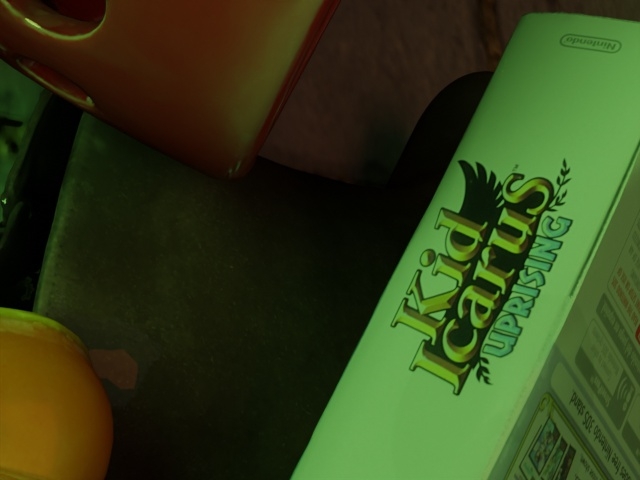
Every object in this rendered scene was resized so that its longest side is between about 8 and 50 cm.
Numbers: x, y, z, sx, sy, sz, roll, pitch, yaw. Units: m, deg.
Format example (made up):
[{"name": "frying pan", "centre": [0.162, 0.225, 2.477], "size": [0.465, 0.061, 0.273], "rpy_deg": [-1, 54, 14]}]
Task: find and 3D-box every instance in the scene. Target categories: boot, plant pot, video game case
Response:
[{"name": "boot", "centre": [0.000, 0.000, 0.561], "size": [0.207, 0.090, 0.248], "rpy_deg": [44, 50, -38]}, {"name": "plant pot", "centre": [-0.050, -0.134, 0.442], "size": [0.174, 0.191, 0.191], "rpy_deg": [28, 47, 0]}, {"name": "video game case", "centre": [0.079, 0.109, 0.551], "size": [0.244, 0.061, 0.269], "rpy_deg": [-64, 143, -22]}]

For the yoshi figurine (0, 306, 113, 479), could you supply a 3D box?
[{"name": "yoshi figurine", "centre": [-0.125, 0.182, 0.310], "size": [0.203, 0.203, 0.362], "rpy_deg": [94, -9, -55]}]
